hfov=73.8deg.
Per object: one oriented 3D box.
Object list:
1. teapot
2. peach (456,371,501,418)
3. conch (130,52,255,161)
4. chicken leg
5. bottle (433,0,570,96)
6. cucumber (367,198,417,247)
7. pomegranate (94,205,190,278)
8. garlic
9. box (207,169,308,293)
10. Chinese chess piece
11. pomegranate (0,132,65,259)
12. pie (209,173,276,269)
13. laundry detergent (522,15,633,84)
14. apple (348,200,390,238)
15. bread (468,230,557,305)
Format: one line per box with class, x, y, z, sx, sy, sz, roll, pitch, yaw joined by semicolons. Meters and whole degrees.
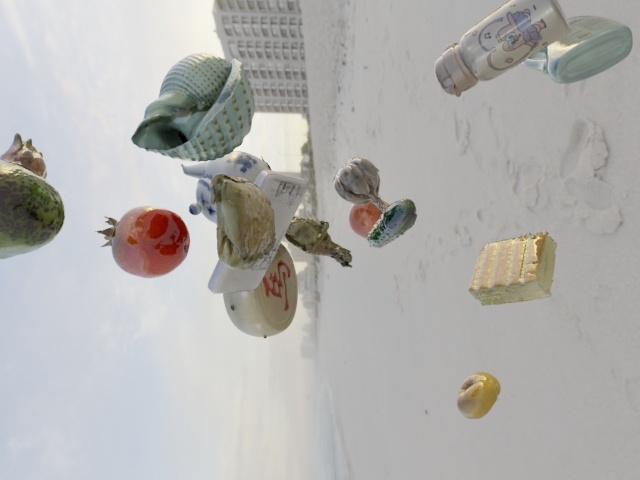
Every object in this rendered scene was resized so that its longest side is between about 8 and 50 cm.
teapot;-0.292;-0.147;1.361;0.424;0.280;0.252;41;144;28
peach;0.553;0.537;1.493;0.179;0.103;0.179;-49;-9;-11
conch;-0.294;-0.314;1.087;0.319;0.303;0.215;-57;-38;-6
chicken leg;0.000;0.000;1.218;0.088;0.228;0.103;104;-169;-65
bottle;0.295;-0.337;0.728;0.209;0.097;0.109;-25;55;39
cucumber;0.147;-0.028;0.921;0.227;0.069;0.069;125;149;-67
pomegranate;-0.518;-0.001;1.255;0.221;0.257;0.220;-161;90;-81
garlic;0.122;-0.144;1.216;0.194;0.131;0.127;50;-179;-1
box;-0.129;-0.010;0.894;0.142;0.044;0.284;2;-59;-57
Chinese chess piece;-0.153;0.125;1.145;0.273;0.102;0.272;-6;-90;-69
pomegranate;-0.665;-0.088;0.899;0.204;0.222;0.276;-46;40;13
pie;-0.105;-0.031;0.613;0.282;0.069;0.128;-60;-38;-85
laundry detergent;0.670;-0.529;1.164;0.105;0.215;0.280;57;-165;-32
apple;0.178;-0.078;1.517;0.163;0.164;0.138;-87;12;-73
bread;0.651;0.091;1.434;0.111;0.239;0.246;47;-130;-23
